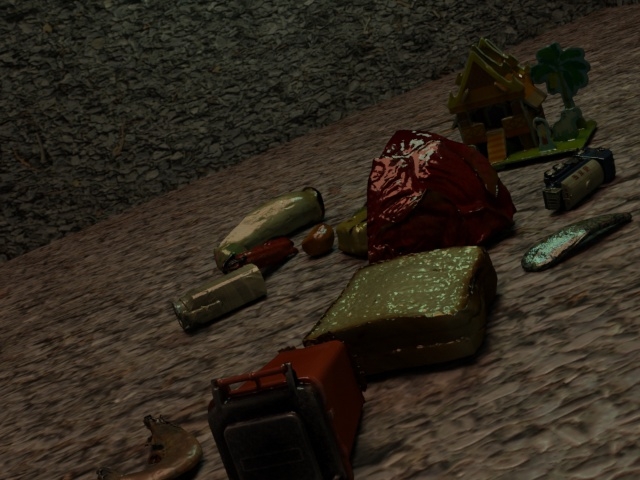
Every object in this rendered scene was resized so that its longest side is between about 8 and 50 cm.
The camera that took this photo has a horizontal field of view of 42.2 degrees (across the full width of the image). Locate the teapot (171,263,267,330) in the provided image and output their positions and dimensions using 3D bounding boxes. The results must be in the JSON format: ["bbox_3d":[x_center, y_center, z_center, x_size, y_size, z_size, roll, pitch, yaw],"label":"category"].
[{"bbox_3d":[-0.216,0.126,1.786,0.200,0.077,0.107,-25,16,-17],"label":"teapot"}]

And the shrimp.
[{"bbox_3d":[-0.265,0.326,1.255,0.152,0.046,0.219,-24,16,-20],"label":"shrimp"}]

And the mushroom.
[{"bbox_3d":[-0.140,-0.044,2.199,0.333,0.107,0.087,-26,-27,-13],"label":"mushroom"}]

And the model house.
[{"bbox_3d":[0.487,-0.359,2.072,0.357,0.313,0.242,-9,22,34],"label":"model house"}]

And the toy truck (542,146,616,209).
[{"bbox_3d":[0.522,-0.127,1.688,0.201,0.074,0.088,-32,24,-33],"label":"toy truck"}]

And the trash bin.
[{"bbox_3d":[-0.034,0.217,1.093,0.161,0.185,0.239,-16,11,18],"label":"trash bin"}]

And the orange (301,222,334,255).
[{"bbox_3d":[0.000,0.000,1.953,0.086,0.062,0.086,-48,6,7],"label":"orange"}]

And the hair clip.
[{"bbox_3d":[0.451,-0.008,1.456,0.229,0.036,0.066,-25,23,-13],"label":"hair clip"}]

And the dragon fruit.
[{"bbox_3d":[0.217,-0.025,1.657,0.302,0.240,0.330,21,60,26],"label":"dragon fruit"}]

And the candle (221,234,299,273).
[{"bbox_3d":[-0.146,0.035,1.957,0.084,0.059,0.301,0,11,30],"label":"candle"}]

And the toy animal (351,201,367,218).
[{"bbox_3d":[0.107,-0.066,1.969,0.075,0.041,0.217,-49,-1,-37],"label":"toy animal"}]

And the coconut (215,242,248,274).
[{"bbox_3d":[-0.218,0.048,2.049,0.083,0.082,0.081,16,-19,-10],"label":"coconut"}]

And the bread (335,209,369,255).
[{"bbox_3d":[0.211,-0.069,1.883,0.361,0.077,0.138,-25,15,-13],"label":"bread"}]

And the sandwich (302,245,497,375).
[{"bbox_3d":[0.146,0.111,1.348,0.271,0.099,0.301,-9,16,22],"label":"sandwich"}]
